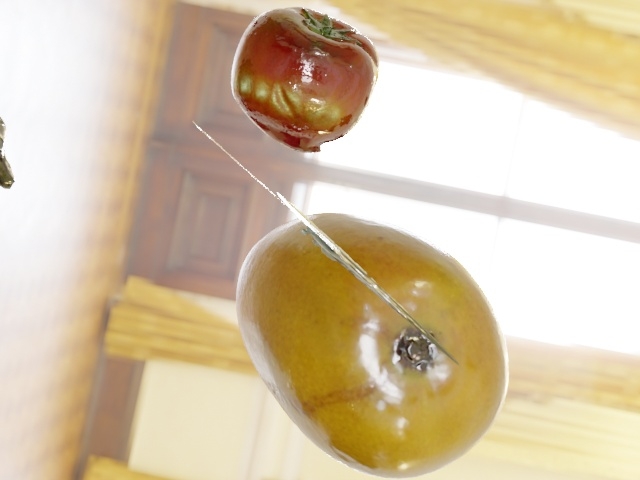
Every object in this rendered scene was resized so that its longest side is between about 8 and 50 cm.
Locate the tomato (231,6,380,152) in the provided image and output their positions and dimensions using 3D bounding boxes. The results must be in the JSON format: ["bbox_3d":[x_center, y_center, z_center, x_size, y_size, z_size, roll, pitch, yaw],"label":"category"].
[{"bbox_3d":[-0.010,-0.091,0.923,0.087,0.087,0.075,-70,-176,-63],"label":"tomato"}]

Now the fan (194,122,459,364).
[{"bbox_3d":[-0.001,0.001,1.153,0.009,0.191,0.329,-46,140,2],"label":"fan"}]

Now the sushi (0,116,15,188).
[{"bbox_3d":[-0.297,-0.074,1.022,0.238,0.225,0.218,-11,-122,52],"label":"sushi"}]

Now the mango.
[{"bbox_3d":[0.036,0.097,1.641,0.378,0.221,0.264,17,-42,62],"label":"mango"}]
